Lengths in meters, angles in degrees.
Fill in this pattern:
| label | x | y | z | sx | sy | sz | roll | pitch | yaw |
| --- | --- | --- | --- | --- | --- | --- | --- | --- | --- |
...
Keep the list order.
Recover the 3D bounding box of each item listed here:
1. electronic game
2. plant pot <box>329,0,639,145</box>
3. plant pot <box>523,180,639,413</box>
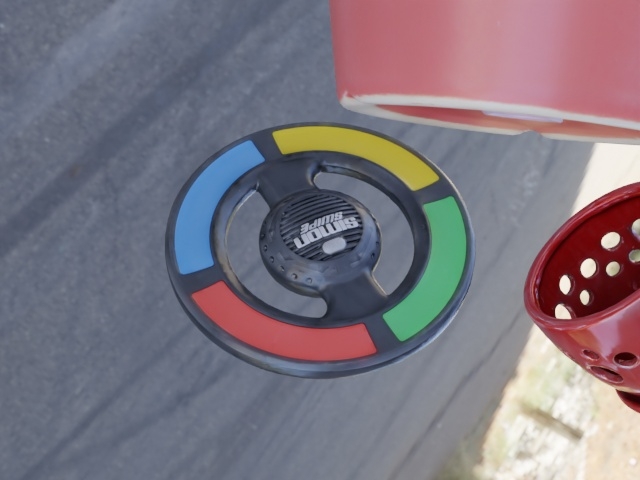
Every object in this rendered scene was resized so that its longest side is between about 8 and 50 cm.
| label | x | y | z | sx | sy | sz | roll | pitch | yaw |
| --- | --- | --- | --- | --- | --- | --- | --- | --- | --- |
| electronic game | 0.000 | 0.000 | 0.829 | 0.229 | 0.229 | 0.048 | -47 | 158 | -30 |
| plant pot | 0.118 | -0.180 | 0.589 | 0.275 | 0.275 | 0.243 | -2 | 99 | -66 |
| plant pot | 0.319 | 0.066 | 1.083 | 0.191 | 0.174 | 0.191 | -35 | -157 | 17 |
